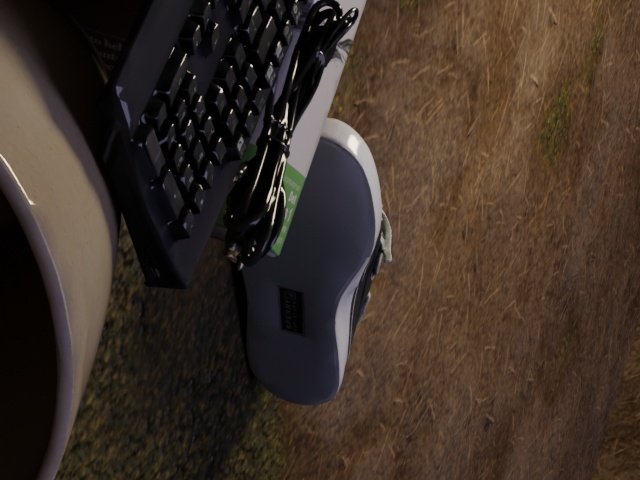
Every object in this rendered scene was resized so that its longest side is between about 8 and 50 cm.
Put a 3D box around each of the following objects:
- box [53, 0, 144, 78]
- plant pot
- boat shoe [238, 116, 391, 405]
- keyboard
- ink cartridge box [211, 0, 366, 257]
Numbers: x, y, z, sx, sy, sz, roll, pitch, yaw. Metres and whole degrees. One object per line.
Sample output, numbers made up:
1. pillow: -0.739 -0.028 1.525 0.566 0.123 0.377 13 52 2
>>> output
1. box: -0.095 -0.205 0.899 0.203 0.168 0.167 -62 158 -27
2. plant pot: -0.188 -0.020 0.759 0.274 0.256 0.256 -66 165 -65
3. boat shoe: 0.004 0.001 1.408 0.306 0.113 0.105 88 21 -47
4. keyboard: -0.019 -0.112 0.826 0.201 0.033 0.317 79 27 -54
5. ink cartridge box: -0.069 -0.121 1.046 0.219 0.160 0.092 -70 161 -5
